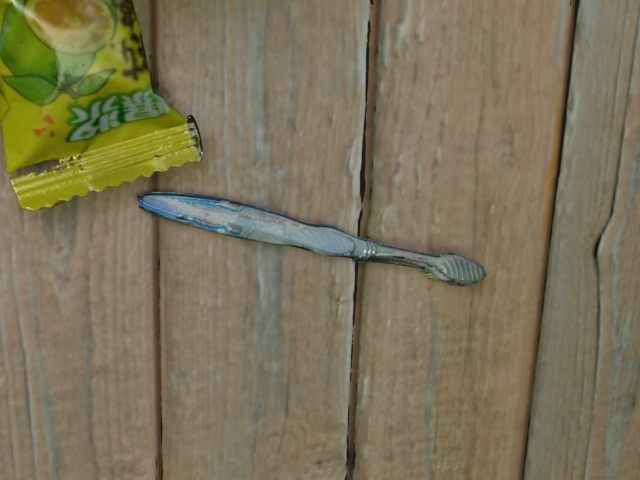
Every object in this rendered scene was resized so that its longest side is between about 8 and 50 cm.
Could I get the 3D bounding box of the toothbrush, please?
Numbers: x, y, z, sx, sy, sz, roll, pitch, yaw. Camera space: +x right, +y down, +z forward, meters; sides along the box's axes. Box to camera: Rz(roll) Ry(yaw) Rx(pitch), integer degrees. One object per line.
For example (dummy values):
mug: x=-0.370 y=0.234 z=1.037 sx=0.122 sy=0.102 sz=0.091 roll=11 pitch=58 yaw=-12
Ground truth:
toothbrush: x=0.000 y=0.000 z=1.655 sx=0.413 sy=0.042 sz=0.035 roll=13 pitch=73 yaw=-32

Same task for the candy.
candy: x=-0.215 y=-0.181 z=1.418 sx=0.187 sy=0.081 sz=0.297 roll=-19 pitch=111 yaw=-18
